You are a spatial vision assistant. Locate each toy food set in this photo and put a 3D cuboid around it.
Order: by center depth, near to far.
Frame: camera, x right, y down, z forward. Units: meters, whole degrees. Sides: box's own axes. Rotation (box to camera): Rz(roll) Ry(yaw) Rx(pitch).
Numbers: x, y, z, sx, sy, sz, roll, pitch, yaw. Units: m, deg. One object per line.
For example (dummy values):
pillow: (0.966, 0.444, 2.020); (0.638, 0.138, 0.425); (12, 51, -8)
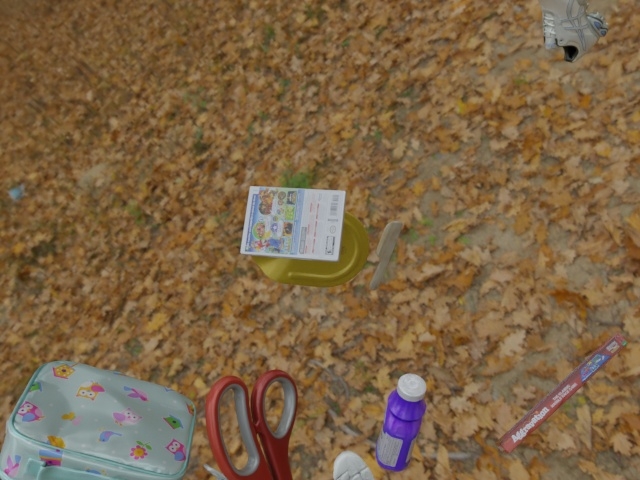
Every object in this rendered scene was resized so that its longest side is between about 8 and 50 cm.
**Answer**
toy food set: (0.000, 0.000, 0.941); (0.071, 0.217, 0.128); (-103, 22, -66)

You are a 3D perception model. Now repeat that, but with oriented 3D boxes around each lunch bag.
lunch bag: (-0.341, 0.306, 0.967); (0.224, 0.279, 0.108); (-102, 34, -66)

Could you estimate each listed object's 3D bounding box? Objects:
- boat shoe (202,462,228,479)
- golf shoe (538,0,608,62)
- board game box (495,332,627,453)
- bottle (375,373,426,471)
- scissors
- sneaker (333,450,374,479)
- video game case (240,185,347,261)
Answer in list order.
boat shoe: (-0.150, 0.427, 0.988); (0.136, 0.367, 0.157); (-12, 88, 56)
golf shoe: (0.376, -0.342, 0.978); (0.086, 0.176, 0.069); (-56, 34, 15)
board game box: (0.431, 0.282, 1.137); (0.281, 0.145, 0.027); (-41, 67, -4)
bottle: (0.197, 0.438, 1.515); (0.092, 0.283, 0.118); (12, 39, 7)
scissors: (-0.045, 0.270, 0.619); (0.021, 0.297, 0.109); (-6, 6, 44)
sneaker: (0.052, 0.366, 0.907); (0.061, 0.158, 0.065); (-20, 15, -6)
video game case: (-0.033, -0.021, 0.759); (0.122, 0.011, 0.087); (4, 77, 12)
